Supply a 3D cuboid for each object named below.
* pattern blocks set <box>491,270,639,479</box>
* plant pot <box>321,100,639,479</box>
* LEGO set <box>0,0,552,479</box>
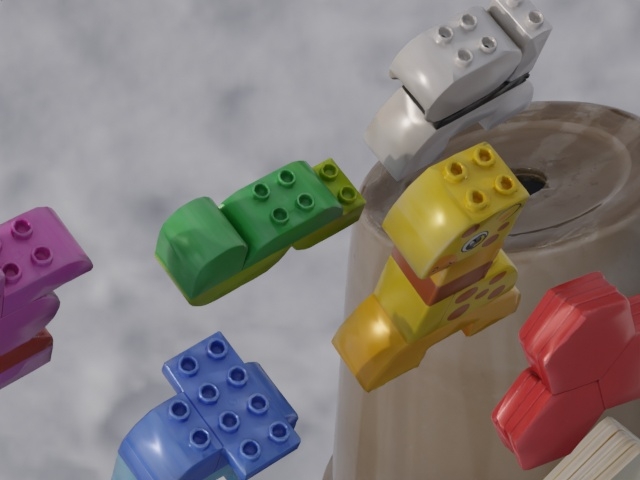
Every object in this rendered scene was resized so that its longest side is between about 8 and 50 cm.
[{"bbox_3d":[0.108,0.153,0.772,0.285,0.026,0.325,-51,143,11],"label":"pattern blocks set"},{"bbox_3d":[0.135,0.080,1.123,0.323,0.323,0.280,-5,121,16],"label":"plant pot"},{"bbox_3d":[0.000,0.000,0.498,0.227,0.087,0.093,-29,160,-26],"label":"LEGO set"}]
